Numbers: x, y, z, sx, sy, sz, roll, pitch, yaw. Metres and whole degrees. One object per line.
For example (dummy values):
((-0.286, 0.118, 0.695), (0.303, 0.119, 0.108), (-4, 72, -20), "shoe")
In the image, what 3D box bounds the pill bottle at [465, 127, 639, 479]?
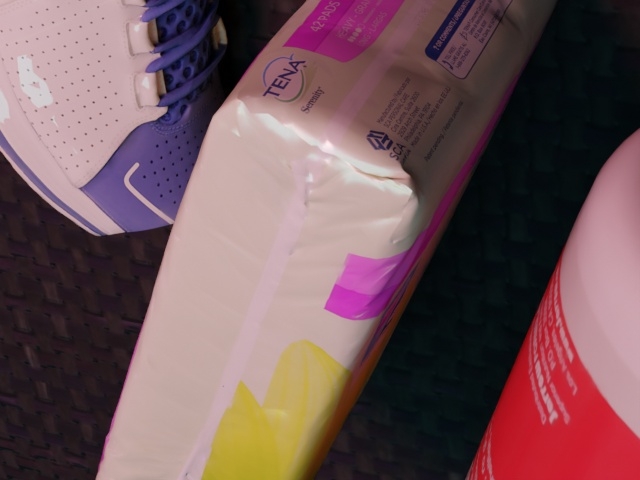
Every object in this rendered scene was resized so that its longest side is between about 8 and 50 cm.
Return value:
((0.180, 0.152, 0.741), (0.229, 0.229, 0.407), (25, 132, 11), "pill bottle")

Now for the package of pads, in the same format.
((0.000, 0.000, 0.728), (0.101, 0.229, 0.296), (27, 131, 5), "package of pads")

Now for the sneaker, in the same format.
((-0.092, -0.151, 0.734), (0.182, 0.127, 0.315), (-5, 119, 34), "sneaker")
